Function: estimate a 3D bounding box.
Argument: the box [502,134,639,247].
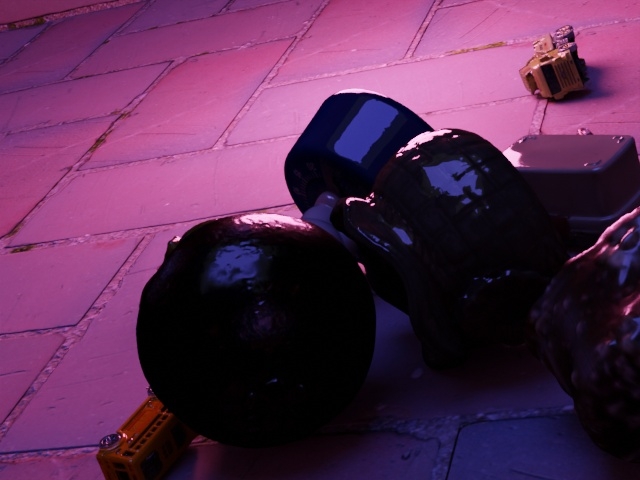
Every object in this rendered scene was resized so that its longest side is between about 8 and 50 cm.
[{"bbox_3d":[0.352,-0.073,1.876,0.210,0.129,0.148,4,30,40],"label":"box"}]

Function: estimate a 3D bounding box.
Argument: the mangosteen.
[{"bbox_3d":[-0.071,0.099,1.607,0.297,0.297,0.313,-11,18,13],"label":"mangosteen"}]

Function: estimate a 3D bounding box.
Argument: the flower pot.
[{"bbox_3d":[0.171,0.021,1.634,0.213,0.302,0.302,-35,26,-2],"label":"flower pot"}]

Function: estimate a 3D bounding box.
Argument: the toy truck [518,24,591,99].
[{"bbox_3d":[0.421,-0.320,2.412,0.116,0.085,0.191,-21,20,15],"label":"toy truck"}]

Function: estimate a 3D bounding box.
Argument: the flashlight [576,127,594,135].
[{"bbox_3d":[0.436,-0.158,2.121,0.052,0.031,0.110,-18,24,-1],"label":"flashlight"}]

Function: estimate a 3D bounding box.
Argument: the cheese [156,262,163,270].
[{"bbox_3d":[-0.147,0.038,2.056,0.244,0.062,0.155,1,31,32],"label":"cheese"}]

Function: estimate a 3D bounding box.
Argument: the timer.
[{"bbox_3d":[0.000,0.000,1.867,0.270,0.270,0.383,13,52,48],"label":"timer"}]

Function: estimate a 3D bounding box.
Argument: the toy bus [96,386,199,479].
[{"bbox_3d":[-0.206,0.244,1.649,0.074,0.069,0.162,0,31,33],"label":"toy bus"}]

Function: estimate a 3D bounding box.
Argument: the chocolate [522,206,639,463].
[{"bbox_3d":[0.388,0.100,1.357,0.340,0.225,0.210,-32,29,16],"label":"chocolate"}]
